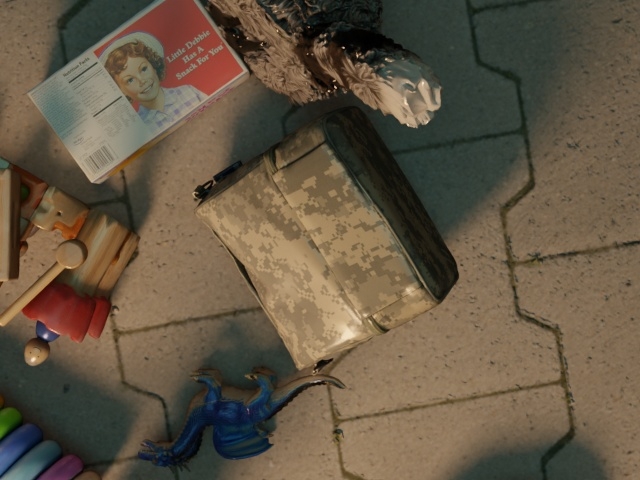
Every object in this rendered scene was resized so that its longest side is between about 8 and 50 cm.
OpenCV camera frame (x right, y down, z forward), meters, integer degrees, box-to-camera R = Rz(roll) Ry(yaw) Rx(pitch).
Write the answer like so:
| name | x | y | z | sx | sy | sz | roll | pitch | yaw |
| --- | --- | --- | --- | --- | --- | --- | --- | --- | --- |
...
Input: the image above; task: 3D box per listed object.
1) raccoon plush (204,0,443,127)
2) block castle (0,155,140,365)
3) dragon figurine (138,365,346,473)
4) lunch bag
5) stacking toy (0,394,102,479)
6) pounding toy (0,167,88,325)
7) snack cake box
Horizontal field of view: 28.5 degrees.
| name | x | y | z | sx | sy | sz | roll | pitch | yaw |
| --- | --- | --- | --- | --- | --- | --- | --- | --- | --- |
| raccoon plush | 0.071 | -0.308 | 1.604 | 0.299 | 0.216 | 0.446 | -43 | 58 | -17 |
| block castle | -0.472 | -0.019 | 1.623 | 0.453 | 0.303 | 0.213 | 29 | 85 | -3 |
| dragon figurine | -0.108 | 0.252 | 1.753 | 0.289 | 0.085 | 0.144 | -3 | 93 | -1 |
| lunch bag | 0.000 | 0.000 | 1.684 | 0.256 | 0.212 | 0.305 | -32 | 92 | 19 |
| stacking toy | -0.458 | 0.265 | 1.733 | 0.141 | 0.141 | 0.330 | -44 | 86 | 1 |
| pounding toy | -0.372 | 0.009 | 1.434 | 0.206 | 0.094 | 0.181 | 1 | 89 | -5 |
| snack cake box | -0.245 | -0.214 | 1.724 | 0.264 | 0.089 | 0.152 | -35 | 92 | 0 |
